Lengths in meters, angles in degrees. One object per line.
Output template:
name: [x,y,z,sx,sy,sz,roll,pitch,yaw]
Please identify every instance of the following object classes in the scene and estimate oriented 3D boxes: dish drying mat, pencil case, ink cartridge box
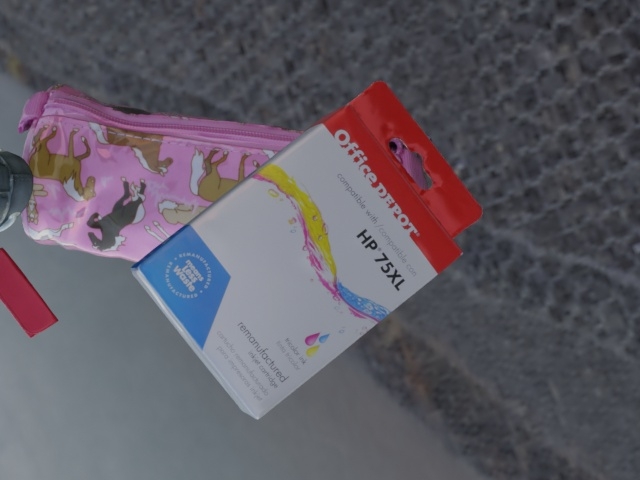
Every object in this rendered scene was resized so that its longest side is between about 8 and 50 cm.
dish drying mat: [-0.271,0.047,1.391,0.083,0.032,0.008,56,-172,-13]
pencil case: [-0.091,-0.048,1.456,0.160,0.386,0.167,-20,-64,-80]
ink cartridge box: [0.000,0.000,1.086,0.134,0.231,0.078,52,171,-5]

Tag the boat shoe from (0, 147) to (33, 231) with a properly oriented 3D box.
boat shoe: [-0.346,-0.013,1.443,0.319,0.099,0.116,-32,70,61]
